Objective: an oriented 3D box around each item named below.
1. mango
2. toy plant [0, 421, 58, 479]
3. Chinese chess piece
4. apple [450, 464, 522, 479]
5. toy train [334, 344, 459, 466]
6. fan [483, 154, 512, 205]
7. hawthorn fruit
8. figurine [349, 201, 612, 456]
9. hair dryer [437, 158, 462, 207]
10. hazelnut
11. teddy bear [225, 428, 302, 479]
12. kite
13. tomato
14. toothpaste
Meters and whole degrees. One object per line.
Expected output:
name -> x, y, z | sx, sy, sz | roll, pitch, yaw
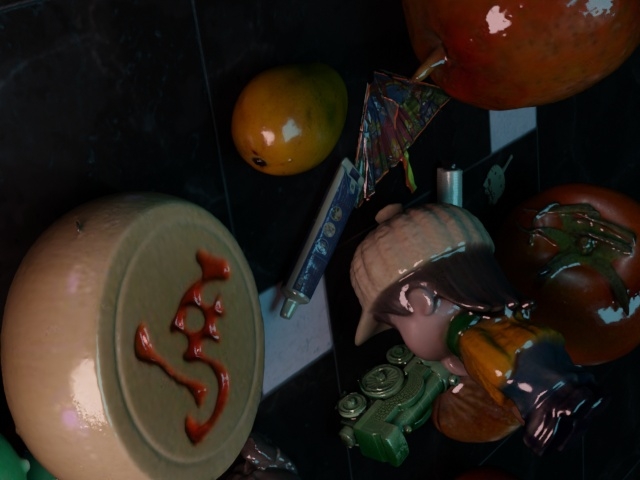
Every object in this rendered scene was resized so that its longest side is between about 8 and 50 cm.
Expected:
mango -> -0.024, -0.124, 0.987 | 0.163, 0.089, 0.111 | -17, 113, -54
toy plant -> -0.272, 0.299, 0.762 | 0.279, 0.185, 0.401 | -19, 107, -34
Chinese chess piece -> -0.150, 0.090, 0.835 | 0.273, 0.102, 0.274 | 23, 64, -58
apple -> 0.243, 0.430, 1.365 | 0.234, 0.234, 0.234 | -17, 114, -45
toy train -> 0.098, 0.198, 1.211 | 0.178, 0.104, 0.071 | -42, 125, -34
fan -> 0.255, -0.091, 1.380 | 0.083, 0.004, 0.056 | -55, 136, -24
hawthorn fruit -> 0.206, -0.266, 1.098 | 0.298, 0.277, 0.277 | -38, 130, -11
figurine -> 0.180, 0.082, 1.101 | 0.185, 0.332, 0.205 | 13, 101, -55
hair dryer -> 0.174, 0.009, 1.285 | 0.131, 0.073, 0.237 | -13, 102, -48
hazelnut -> 0.215, 0.204, 1.315 | 0.150, 0.150, 0.150 | -17, 114, -45
teddy bear -> -0.047, 0.347, 1.061 | 0.171, 0.144, 0.251 | -45, 129, -19
kite -> 0.099, -0.136, 1.182 | 0.241, 0.014, 0.183 | -46, 133, -32
tomato -> 0.360, 0.048, 1.362 | 0.256, 0.255, 0.224 | -54, 154, -23
toothpaste -> 0.000, 0.000, 1.093 | 0.057, 0.034, 0.197 | 46, 63, -50
